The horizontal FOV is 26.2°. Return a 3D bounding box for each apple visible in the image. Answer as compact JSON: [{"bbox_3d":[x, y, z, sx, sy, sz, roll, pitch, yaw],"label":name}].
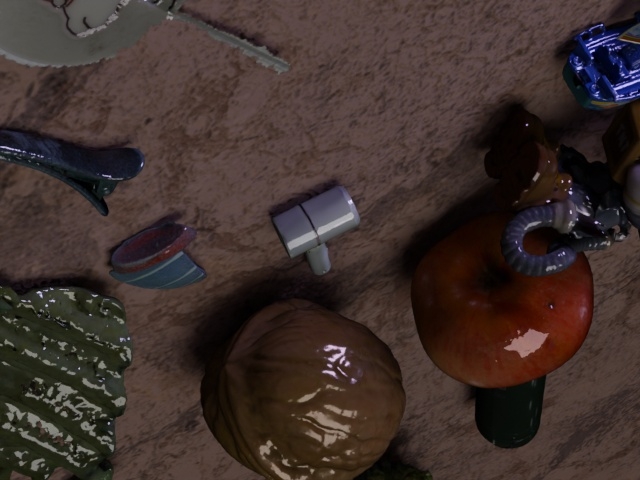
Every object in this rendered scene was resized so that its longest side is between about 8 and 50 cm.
[{"bbox_3d":[0.201,0.066,1.546,0.209,0.209,0.164,-34,155,9],"label":"apple"}]

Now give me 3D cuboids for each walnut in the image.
[{"bbox_3d":[-0.022,0.168,1.510,0.228,0.228,0.228,-21,148,-14],"label":"walnut"}]

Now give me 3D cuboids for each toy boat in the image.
[{"bbox_3d":[0.335,-0.198,1.370,0.175,0.091,0.110,-21,161,-21],"label":"toy boat"},{"bbox_3d":[-0.151,0.030,1.366,0.096,0.034,0.122,-25,151,4],"label":"toy boat"}]

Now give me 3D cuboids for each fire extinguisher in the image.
[{"bbox_3d":[0.250,0.171,1.841,0.095,0.114,0.311,-60,162,-27],"label":"fire extinguisher"}]

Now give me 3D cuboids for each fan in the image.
[{"bbox_3d":[-0.133,-0.189,1.085,0.329,0.009,0.191,17,125,-47],"label":"fan"}]

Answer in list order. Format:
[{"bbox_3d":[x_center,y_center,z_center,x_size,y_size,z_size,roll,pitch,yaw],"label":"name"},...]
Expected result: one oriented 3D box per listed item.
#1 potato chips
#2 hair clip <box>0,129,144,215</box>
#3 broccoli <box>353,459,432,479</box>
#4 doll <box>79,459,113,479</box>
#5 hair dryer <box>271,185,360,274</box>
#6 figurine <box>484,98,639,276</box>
[{"bbox_3d":[-0.381,0.181,1.342,0.389,0.097,0.373,-1,140,-36],"label":"potato chips"},{"bbox_3d":[-0.256,-0.071,1.143,0.229,0.039,0.070,14,129,-42],"label":"hair clip"},{"bbox_3d":[0.115,0.450,1.984,0.247,0.243,0.263,22,118,-37],"label":"broccoli"},{"bbox_3d":[-0.290,0.331,1.654,0.150,0.077,0.115,-40,103,9],"label":"doll"},{"bbox_3d":[0.000,0.000,1.438,0.082,0.047,0.137,-26,154,-6],"label":"hair dryer"},{"bbox_3d":[0.372,-0.052,1.477,0.382,0.261,0.186,16,141,-22],"label":"figurine"}]
